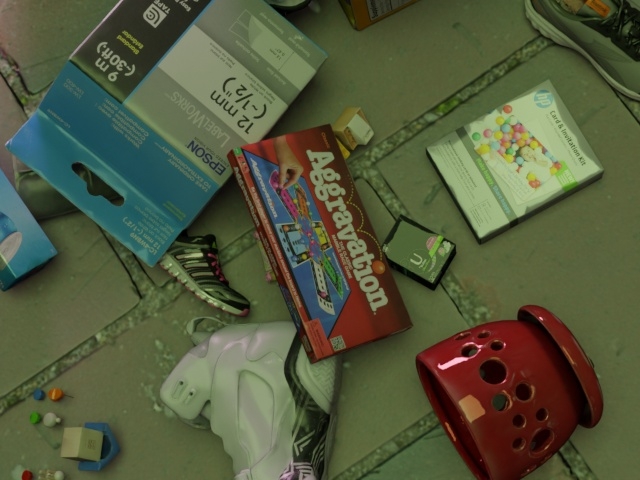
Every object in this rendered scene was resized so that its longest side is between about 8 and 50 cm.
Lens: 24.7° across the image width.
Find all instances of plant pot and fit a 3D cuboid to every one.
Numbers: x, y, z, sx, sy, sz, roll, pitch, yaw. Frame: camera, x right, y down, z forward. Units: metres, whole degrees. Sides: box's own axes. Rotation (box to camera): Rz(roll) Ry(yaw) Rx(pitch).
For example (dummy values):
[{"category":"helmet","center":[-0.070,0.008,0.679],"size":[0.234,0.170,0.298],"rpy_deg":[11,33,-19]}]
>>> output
[{"category":"plant pot","center":[0.231,0.182,1.772],"size":[0.174,0.191,0.191],"rpy_deg":[-29,76,-9]}]

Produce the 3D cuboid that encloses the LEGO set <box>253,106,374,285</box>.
[{"category":"LEGO set","center":[-0.017,-0.039,1.909],"size":[0.132,0.107,0.287],"rpy_deg":[12,71,-26]}]

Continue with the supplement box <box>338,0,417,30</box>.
[{"category":"supplement box","center":[0.153,-0.463,1.916],"size":[0.356,0.194,0.195],"rpy_deg":[-27,76,0]}]

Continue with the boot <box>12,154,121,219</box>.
[{"category":"boot","center":[-0.308,-0.127,1.963],"size":[0.208,0.076,0.190],"rpy_deg":[-6,75,12]}]

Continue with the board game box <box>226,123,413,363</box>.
[{"category":"board game box","center":[0.000,0.000,1.815],"size":[0.145,0.027,0.281],"rpy_deg":[-17,79,-29]}]

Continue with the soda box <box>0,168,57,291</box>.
[{"category":"soda box","center":[-0.438,-0.043,1.917],"size":[0.071,0.067,0.210],"rpy_deg":[-34,90,-33]}]

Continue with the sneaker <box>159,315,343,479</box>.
[{"category":"sneaker","center":[-0.095,0.262,1.816],"size":[0.210,0.137,0.366],"rpy_deg":[6,73,8]}]

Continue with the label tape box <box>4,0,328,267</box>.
[{"category":"label tape box","center":[-0.193,-0.179,1.868],"size":[0.249,0.115,0.348],"rpy_deg":[40,70,-6]}]

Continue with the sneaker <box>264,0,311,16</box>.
[{"category":"sneaker","center":[-0.088,-0.400,1.968],"size":[0.127,0.182,0.315],"rpy_deg":[-27,47,-2]}]

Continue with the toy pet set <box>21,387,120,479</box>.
[{"category":"toy pet set","center":[-0.318,0.256,1.889],"size":[0.114,0.065,0.122],"rpy_deg":[-7,70,41]}]

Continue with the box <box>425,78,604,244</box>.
[{"category":"box","center":[0.252,-0.102,1.906],"size":[0.186,0.038,0.145],"rpy_deg":[-28,76,-2]}]

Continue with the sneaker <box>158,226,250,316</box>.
[{"category":"sneaker","center":[-0.150,0.032,1.906],"size":[0.170,0.063,0.075],"rpy_deg":[38,90,17]}]

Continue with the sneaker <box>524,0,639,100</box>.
[{"category":"sneaker","center":[0.383,-0.267,1.893],"size":[0.271,0.108,0.100],"rpy_deg":[33,81,11]}]

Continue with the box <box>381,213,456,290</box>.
[{"category":"box","center":[0.125,0.016,1.885],"size":[0.083,0.052,0.062],"rpy_deg":[30,81,12]}]
